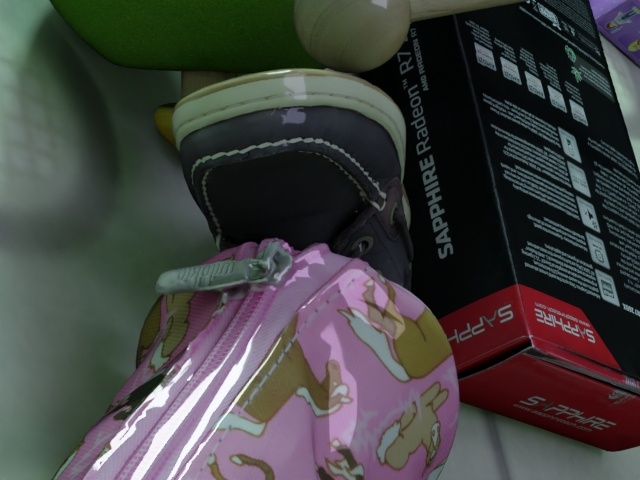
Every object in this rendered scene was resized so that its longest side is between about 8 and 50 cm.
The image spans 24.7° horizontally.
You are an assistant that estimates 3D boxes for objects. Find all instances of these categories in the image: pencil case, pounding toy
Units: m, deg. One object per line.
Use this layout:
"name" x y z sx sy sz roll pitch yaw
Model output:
"pencil case" -0.067 0.147 0.524 0.167 0.160 0.386 49 34 -10
"pounding toy" -0.031 -0.089 0.750 0.183 0.237 0.110 -11 106 -55

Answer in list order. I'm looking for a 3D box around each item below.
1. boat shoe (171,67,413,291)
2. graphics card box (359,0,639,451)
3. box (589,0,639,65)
"boat shoe" 0.000 0.000 0.720 0.285 0.103 0.092 63 18 -72
"graphics card box" 0.138 -0.051 1.026 0.233 0.094 0.371 22 50 -45
"box" 0.369 -0.245 1.533 0.293 0.057 0.201 30 44 -39
